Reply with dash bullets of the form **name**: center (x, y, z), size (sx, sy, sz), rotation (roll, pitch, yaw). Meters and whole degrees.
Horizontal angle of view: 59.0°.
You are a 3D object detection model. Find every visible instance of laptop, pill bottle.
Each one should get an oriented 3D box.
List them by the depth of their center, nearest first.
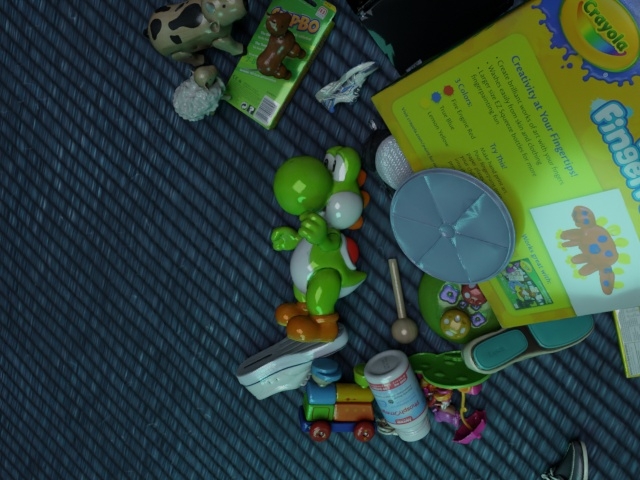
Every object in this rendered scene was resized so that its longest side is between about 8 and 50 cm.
- **laptop**: center (0.168, -0.470, 1.018), size (0.234, 0.136, 0.264), rotation (-36, 62, 17)
- **pill bottle**: center (0.147, 0.290, 1.050), size (0.087, 0.087, 0.160), rotation (-19, 109, 18)

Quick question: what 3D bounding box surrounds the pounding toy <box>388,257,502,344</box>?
- **pounding toy**: center (0.239, 0.117, 1.040), size (0.236, 0.110, 0.183), rotation (-4, 97, 16)

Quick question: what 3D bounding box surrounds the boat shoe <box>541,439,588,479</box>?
- **boat shoe**: center (0.446, 0.463, 1.055), size (0.064, 0.075, 0.206), rotation (11, 106, 11)

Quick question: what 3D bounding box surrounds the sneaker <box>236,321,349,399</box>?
- **sneaker**: center (-0.046, 0.249, 1.164), size (0.258, 0.094, 0.091), rotation (-26, 115, 19)

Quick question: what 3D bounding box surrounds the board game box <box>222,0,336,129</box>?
- **board game box**: center (-0.080, -0.358, 1.094), size (0.124, 0.039, 0.259), rotation (36, 108, 9)

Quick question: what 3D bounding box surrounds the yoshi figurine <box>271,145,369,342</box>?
- **yoshi figurine**: center (-0.028, -0.005, 1.056), size (0.203, 0.203, 0.363), rotation (12, 95, 23)

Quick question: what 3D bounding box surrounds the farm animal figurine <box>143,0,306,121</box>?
- **farm animal figurine**: center (-0.191, -0.428, 1.023), size (0.326, 0.172, 0.331), rotation (-24, 79, 25)

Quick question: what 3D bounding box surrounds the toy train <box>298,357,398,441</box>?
- **toy train**: center (0.088, 0.306, 1.110), size (0.247, 0.105, 0.144), rotation (4, 108, -11)

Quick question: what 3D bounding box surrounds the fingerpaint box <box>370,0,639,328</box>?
- **fingerpaint box**: center (0.351, -0.118, 0.821), size (0.371, 0.163, 0.445), rotation (-22, 106, 45)

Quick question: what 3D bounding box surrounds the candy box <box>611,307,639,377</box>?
- **candy box**: center (0.571, 0.134, 0.991), size (0.105, 0.027, 0.206), rotation (-12, 95, 20)

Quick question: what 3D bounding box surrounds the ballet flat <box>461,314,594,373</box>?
- **ballet flat**: center (0.367, 0.177, 1.021), size (0.248, 0.086, 0.086), rotation (-15, 95, -9)

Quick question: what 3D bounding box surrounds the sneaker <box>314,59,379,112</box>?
- **sneaker**: center (0.059, -0.288, 1.064), size (0.135, 0.052, 0.058), rotation (-29, 100, 25)

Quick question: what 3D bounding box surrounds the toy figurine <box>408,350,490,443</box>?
- **toy figurine**: center (0.249, 0.308, 1.077), size (0.173, 0.130, 0.159), rotation (1, 110, 38)

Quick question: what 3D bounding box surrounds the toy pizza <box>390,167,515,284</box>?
- **toy pizza**: center (0.200, -0.022, 0.867), size (0.201, 0.032, 0.201), rotation (21, 131, 26)

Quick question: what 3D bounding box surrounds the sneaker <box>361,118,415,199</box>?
- **sneaker**: center (0.159, -0.103, 1.036), size (0.101, 0.153, 0.269), rotation (-29, 126, 2)
